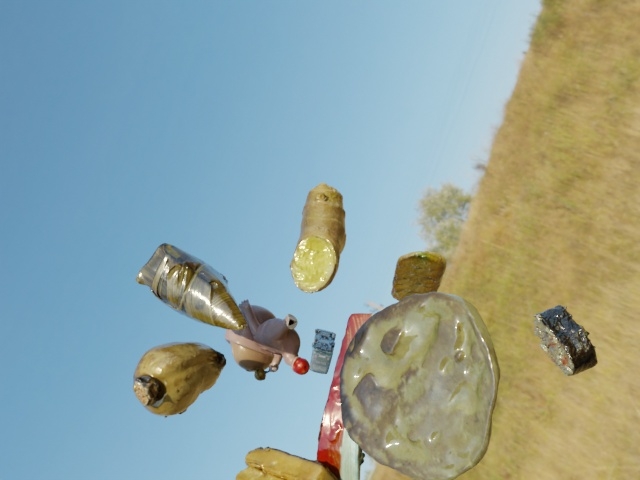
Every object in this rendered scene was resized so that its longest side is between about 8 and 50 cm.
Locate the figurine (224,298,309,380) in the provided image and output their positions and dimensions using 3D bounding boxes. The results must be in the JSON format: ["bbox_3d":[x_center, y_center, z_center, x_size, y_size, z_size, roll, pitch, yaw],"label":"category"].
[{"bbox_3d":[-0.151,0.263,1.622,0.176,0.287,0.186,39,-115,-39],"label":"figurine"}]

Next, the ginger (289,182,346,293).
[{"bbox_3d":[0.000,0.000,1.608,0.354,0.126,0.190,-74,-18,-48],"label":"ginger"}]

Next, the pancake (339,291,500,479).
[{"bbox_3d":[0.143,0.219,0.940,0.049,0.294,0.294,14,-82,-45],"label":"pancake"}]

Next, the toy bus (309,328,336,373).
[{"bbox_3d":[0.003,0.233,1.328,0.166,0.047,0.065,-69,-8,-85],"label":"toy bus"}]

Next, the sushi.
[{"bbox_3d":[0.511,0.212,1.311,0.078,0.150,0.090,-19,-42,-6],"label":"sushi"}]

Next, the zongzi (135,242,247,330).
[{"bbox_3d":[-0.245,0.141,1.460,0.134,0.288,0.286,-60,-19,-4],"label":"zongzi"}]

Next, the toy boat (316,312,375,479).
[{"bbox_3d":[0.089,0.312,1.213,0.145,0.133,0.331,77,-154,-58],"label":"toy boat"}]

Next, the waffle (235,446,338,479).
[{"bbox_3d":[0.001,0.540,1.216,0.098,0.224,0.327,-52,-59,-30],"label":"waffle"}]

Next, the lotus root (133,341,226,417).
[{"bbox_3d":[-0.317,0.301,1.371,0.257,0.140,0.154,-7,-93,-56],"label":"lotus root"}]

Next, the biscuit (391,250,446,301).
[{"bbox_3d":[0.237,0.094,1.523,0.247,0.118,0.029,91,-172,-57],"label":"biscuit"}]
